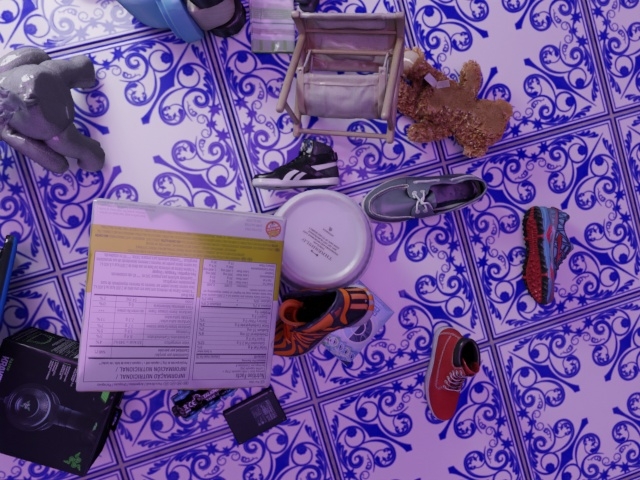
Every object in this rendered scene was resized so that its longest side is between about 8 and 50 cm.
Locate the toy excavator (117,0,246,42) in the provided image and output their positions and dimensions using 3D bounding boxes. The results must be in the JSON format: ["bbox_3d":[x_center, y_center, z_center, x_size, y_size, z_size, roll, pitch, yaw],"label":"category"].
[{"bbox_3d":[-0.444,-0.628,1.062,0.446,0.222,0.432,-19,93,2],"label":"toy excavator"}]

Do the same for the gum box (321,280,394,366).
[{"bbox_3d":[0.069,0.198,1.219,0.157,0.041,0.184,43,87,-6],"label":"gum box"}]

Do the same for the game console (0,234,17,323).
[{"bbox_3d":[-0.772,0.139,1.011,0.174,0.250,0.292,12,69,-32],"label":"game console"}]

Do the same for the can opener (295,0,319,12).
[{"bbox_3d":[-0.009,-0.710,1.181,0.095,0.076,0.283,23,89,25],"label":"can opener"}]

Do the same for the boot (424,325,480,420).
[{"bbox_3d":[0.334,0.351,1.190,0.089,0.176,0.244,4,93,-9],"label":"boot"}]

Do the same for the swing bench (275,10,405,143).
[{"bbox_3d":[0.055,-0.378,1.106,0.254,0.165,0.254,7,82,13],"label":"swing bench"}]

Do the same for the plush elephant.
[{"bbox_3d":[-0.664,-0.267,1.015,0.256,0.330,0.271,-4,100,11],"label":"plush elephant"}]

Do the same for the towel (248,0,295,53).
[{"bbox_3d":[-0.119,-0.541,1.183,0.113,0.023,0.151,-2,92,-6],"label":"towel"}]

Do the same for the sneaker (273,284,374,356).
[{"bbox_3d":[-0.050,0.175,1.077,0.321,0.180,0.124,-36,60,32],"label":"sneaker"}]

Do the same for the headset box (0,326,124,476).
[{"bbox_3d":[-0.596,0.367,1.095,0.283,0.131,0.246,22,90,-8],"label":"headset box"}]

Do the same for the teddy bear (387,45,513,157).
[{"bbox_3d":[0.306,-0.348,1.213,0.338,0.113,0.244,14,83,0],"label":"teddy bear"}]

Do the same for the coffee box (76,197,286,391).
[{"bbox_3d":[-0.292,0.100,0.993,0.339,0.338,0.334,5,91,-21],"label":"coffee box"}]

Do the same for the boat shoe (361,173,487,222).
[{"bbox_3d":[0.264,-0.113,1.205,0.320,0.099,0.116,-9,93,-7],"label":"boat shoe"}]

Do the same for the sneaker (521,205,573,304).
[{"bbox_3d":[0.611,0.040,1.253,0.125,0.104,0.261,0,92,-9],"label":"sneaker"}]

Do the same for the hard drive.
[{"bbox_3d":[-0.165,0.442,1.206,0.135,0.022,0.094,-26,95,-6],"label":"hard drive"}]

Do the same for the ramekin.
[{"bbox_3d":[0.000,0.000,1.141,0.273,0.127,0.272,0,84,-1],"label":"ramekin"}]

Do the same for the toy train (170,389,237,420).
[{"bbox_3d":[-0.269,0.360,1.149,0.184,0.105,0.080,-31,92,-6],"label":"toy train"}]

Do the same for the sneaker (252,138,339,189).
[{"bbox_3d":[-0.063,-0.190,1.179,0.217,0.079,0.121,-4,89,-15],"label":"sneaker"}]
